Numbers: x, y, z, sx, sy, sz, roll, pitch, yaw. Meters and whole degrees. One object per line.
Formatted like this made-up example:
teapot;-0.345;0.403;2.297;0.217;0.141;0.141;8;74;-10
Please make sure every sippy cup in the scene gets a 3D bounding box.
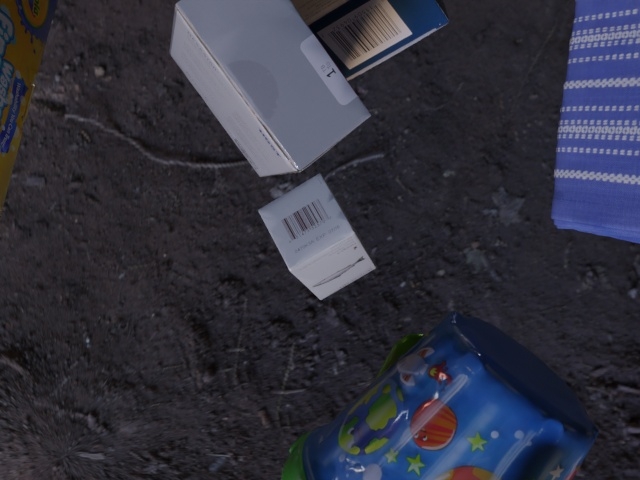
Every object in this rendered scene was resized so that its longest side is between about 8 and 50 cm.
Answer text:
sippy cup;0.119;0.198;0.703;0.240;0.224;0.305;19;22;-51

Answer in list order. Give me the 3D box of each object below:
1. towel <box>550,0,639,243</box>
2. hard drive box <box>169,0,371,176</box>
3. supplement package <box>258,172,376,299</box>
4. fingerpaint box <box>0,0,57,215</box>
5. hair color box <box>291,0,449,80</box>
towel;0.277;-0.157;0.533;0.040;0.243;0.336;3;96;-31
hard drive box;-0.063;-0.161;0.774;0.089;0.232;0.181;-38;101;-7
supplement package;0.000;0.000;1.102;0.105;0.179;0.105;-31;68;3
fingerpaint box;-0.481;-0.249;0.813;0.163;0.371;0.445;-9;58;14
hair color box;0.030;-0.370;0.942;0.105;0.174;0.347;38;35;-47
